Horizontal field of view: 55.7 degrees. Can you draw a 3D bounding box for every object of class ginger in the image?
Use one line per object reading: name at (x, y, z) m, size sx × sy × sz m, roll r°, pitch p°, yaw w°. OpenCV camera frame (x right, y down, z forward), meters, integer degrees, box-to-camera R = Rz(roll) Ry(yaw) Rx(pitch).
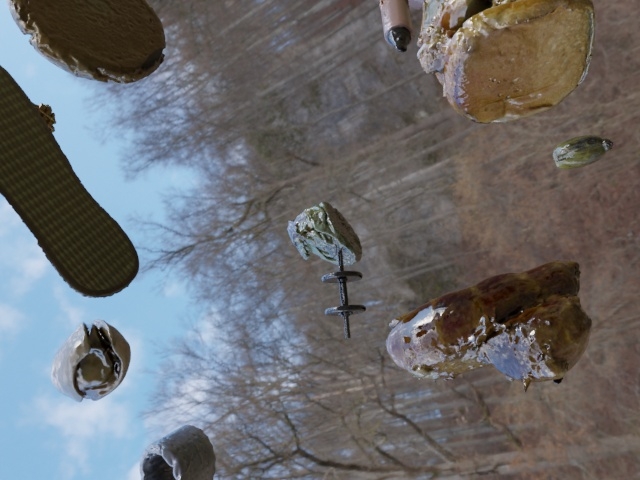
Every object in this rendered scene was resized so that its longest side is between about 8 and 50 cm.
ginger at (0.323, 0.193, 1.179) m, size 0.176 × 0.419 × 0.254 m, roll 55°, pitch -156°, yaw -37°

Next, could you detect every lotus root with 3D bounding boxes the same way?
lotus root at (0.457, -0.156, 1.054) m, size 0.049 × 0.099 × 0.054 m, roll -28°, pitch -78°, yaw -62°

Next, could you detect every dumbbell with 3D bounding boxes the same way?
dumbbell at (0.039, 0.088, 1.001) m, size 0.069 × 0.069 × 0.147 m, roll 13°, pitch -112°, yaw -51°

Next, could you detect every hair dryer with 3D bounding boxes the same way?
hair dryer at (0.120, -0.440, 1.098) m, size 0.190 × 0.106 × 0.344 m, roll 11°, pitch -135°, yaw -10°

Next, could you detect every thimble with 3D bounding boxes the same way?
thimble at (-0.294, 0.468, 1.238) m, size 0.118 × 0.127 × 0.151 m, roll -13°, pitch -79°, yaw -59°

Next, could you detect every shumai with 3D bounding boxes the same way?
shumai at (0.004, 0.005, 1.461) m, size 0.184 × 0.142 × 0.184 m, roll 48°, pitch -164°, yaw -18°

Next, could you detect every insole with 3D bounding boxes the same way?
insole at (-0.224, -0.063, 0.446) m, size 0.253 × 0.005 × 0.086 m, roll 51°, pitch -138°, yaw -3°

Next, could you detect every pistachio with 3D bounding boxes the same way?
pistachio at (-0.454, 0.236, 1.194) m, size 0.138 × 0.238 × 0.153 m, roll -9°, pitch -108°, yaw -36°

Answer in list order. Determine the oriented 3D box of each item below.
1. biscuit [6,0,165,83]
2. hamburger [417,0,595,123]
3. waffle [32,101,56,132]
biscuit at (-0.317, -0.303, 0.836) m, size 0.226 × 0.042 × 0.225 m, roll 22°, pitch -133°, yaw -26°
hamburger at (0.279, -0.311, 0.883) m, size 0.245 × 0.260 × 0.211 m, roll 9°, pitch -137°, yaw -24°
waffle at (-0.477, -0.200, 0.997) m, size 0.085 × 0.016 × 0.078 m, roll -2°, pitch -78°, yaw -47°
